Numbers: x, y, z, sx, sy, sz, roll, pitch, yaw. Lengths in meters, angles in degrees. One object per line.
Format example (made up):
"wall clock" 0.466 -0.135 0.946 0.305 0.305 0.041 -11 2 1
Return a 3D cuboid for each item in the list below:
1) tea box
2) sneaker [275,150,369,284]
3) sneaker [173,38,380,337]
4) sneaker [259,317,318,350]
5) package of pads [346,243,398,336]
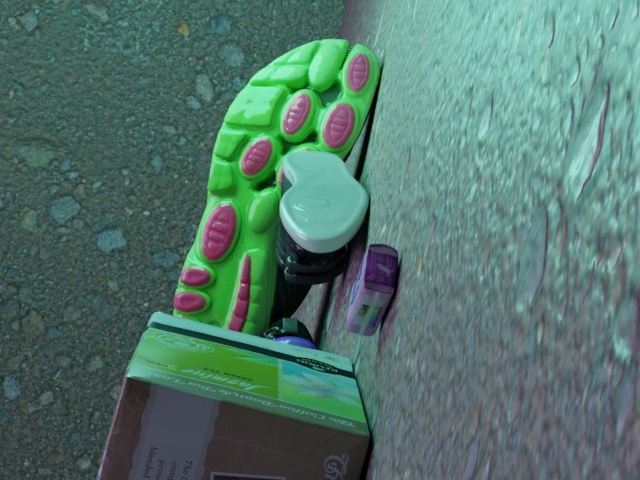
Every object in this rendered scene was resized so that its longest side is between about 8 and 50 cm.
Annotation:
"tea box" -0.104 0.269 1.335 0.323 0.219 0.329 -117 42 -83
"sneaker" 0.000 0.000 1.737 0.296 0.104 0.147 -103 12 -70
"sneaker" -0.058 -0.057 1.982 0.483 0.185 0.202 -64 -15 12
"sneaker" -0.050 0.157 1.852 0.293 0.102 0.146 109 173 -63
"package of pads" 0.046 0.044 1.282 0.083 0.032 0.050 108 172 -57
